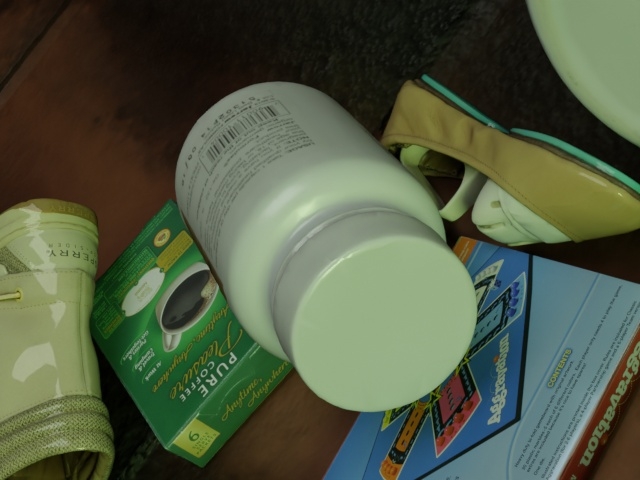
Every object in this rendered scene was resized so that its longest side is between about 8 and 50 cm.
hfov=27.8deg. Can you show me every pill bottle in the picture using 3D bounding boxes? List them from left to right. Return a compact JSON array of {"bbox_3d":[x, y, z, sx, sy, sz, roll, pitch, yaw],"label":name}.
[{"bbox_3d":[0.000,0.000,0.757,0.131,0.131,0.229,-44,30,4],"label":"pill bottle"}]

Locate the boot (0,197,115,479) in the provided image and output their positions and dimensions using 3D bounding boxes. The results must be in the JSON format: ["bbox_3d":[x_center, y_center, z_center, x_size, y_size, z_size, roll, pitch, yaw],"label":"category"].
[{"bbox_3d":[-0.234,0.116,0.922,0.262,0.095,0.203,-36,54,36],"label":"boot"}]

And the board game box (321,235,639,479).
[{"bbox_3d":[0.067,0.134,0.704,0.145,0.027,0.281,18,72,46],"label":"board game box"}]

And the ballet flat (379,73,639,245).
[{"bbox_3d":[0.108,-0.035,0.773,0.073,0.080,0.232,-56,32,4],"label":"ballet flat"}]

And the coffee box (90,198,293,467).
[{"bbox_3d":[-0.093,0.059,0.888,0.113,0.040,0.184,-49,41,1],"label":"coffee box"}]

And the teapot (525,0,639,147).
[{"bbox_3d":[0.238,-0.169,0.658,0.256,0.252,0.187,13,44,27],"label":"teapot"}]
